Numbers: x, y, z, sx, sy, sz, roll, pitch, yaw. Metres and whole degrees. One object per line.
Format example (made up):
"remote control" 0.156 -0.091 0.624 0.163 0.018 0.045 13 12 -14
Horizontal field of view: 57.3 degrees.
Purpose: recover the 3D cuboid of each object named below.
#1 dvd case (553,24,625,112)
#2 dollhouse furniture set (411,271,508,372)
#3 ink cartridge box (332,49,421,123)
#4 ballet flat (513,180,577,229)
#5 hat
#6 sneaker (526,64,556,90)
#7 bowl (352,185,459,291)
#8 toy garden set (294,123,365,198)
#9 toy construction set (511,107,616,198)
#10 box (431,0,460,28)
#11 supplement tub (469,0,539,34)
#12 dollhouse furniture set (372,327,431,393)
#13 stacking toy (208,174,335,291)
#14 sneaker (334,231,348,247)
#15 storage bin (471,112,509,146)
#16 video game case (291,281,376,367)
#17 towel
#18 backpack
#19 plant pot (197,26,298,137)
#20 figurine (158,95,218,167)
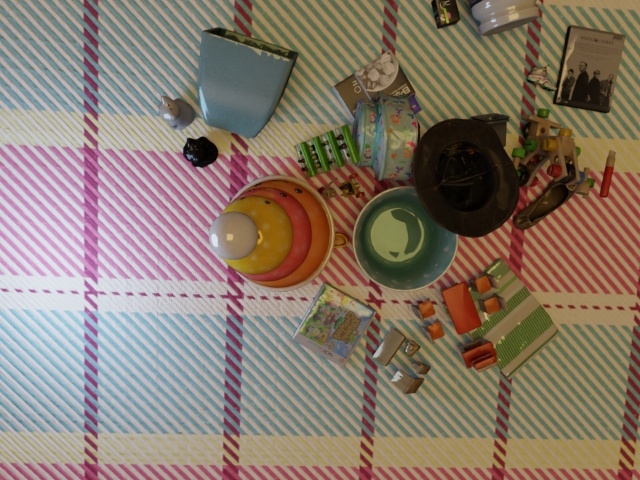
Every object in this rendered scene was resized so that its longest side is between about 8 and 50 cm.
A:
"dvd case" 0.831 -0.529 1.814 0.179 0.029 0.238 9 95 -4
"dollhouse furniture set" 0.450 0.256 1.791 0.262 0.135 0.259 -23 96 -1
"ink cartridge box" 0.176 -0.431 1.777 0.206 0.045 0.208 -33 99 1
"ballet flat" 0.715 -0.120 1.838 0.250 0.058 0.084 -38 98 1
"hat" 0.379 -0.165 1.627 0.331 0.134 0.331 1 85 -15
"sneaker" 0.693 -0.506 1.802 0.098 0.038 0.069 23 95 -6
"bowl" 0.241 -0.012 1.769 0.312 0.163 0.311 -1 97 -4
"toy garden set" 0.020 -0.205 1.699 0.049 0.244 0.203 -25 99 -36
"toy construction set" 0.709 -0.271 1.728 0.309 0.257 0.237 14 88 5
"box" 0.375 -0.687 1.755 0.062 0.052 0.083 -16 96 -1
"supplement tub" 0.515 -0.753 1.686 0.191 0.191 0.272 -15 97 -2
"dollhouse furniture set" 0.269 0.388 1.885 0.151 0.123 0.144 36 94 28
"stacking toy" -0.161 -0.015 1.566 0.351 0.480 0.350 0 92 10
"sneaker" 0.000 0.000 1.804 0.175 0.067 0.064 -9 99 -1
"storage bin" 0.508 -0.329 1.770 0.098 0.135 0.091 -8 107 -3
"video game case" 0.044 0.268 1.859 0.193 0.023 0.212 30 94 -7
"towel" 0.588 0.255 1.887 0.248 0.038 0.325 -42 96 1
"backpack" 0.188 -0.289 1.662 0.191 0.253 0.225 -2 124 -9
"plant pot" -0.221 -0.437 1.659 0.247 0.248 0.252 17 111 -6
"figurine" -0.384 -0.311 1.671 0.092 0.209 0.215 -30 97 0
